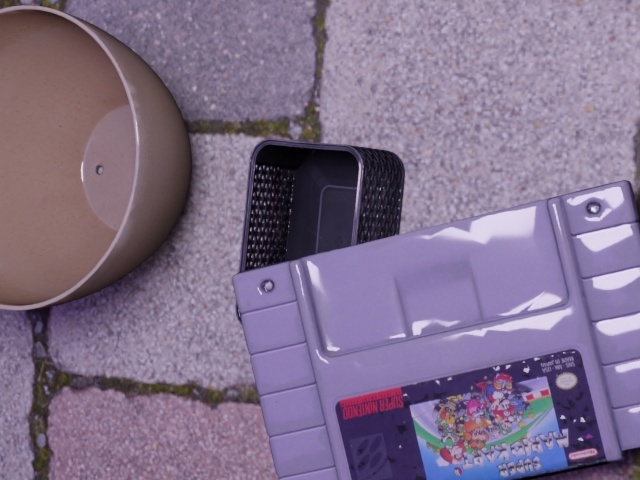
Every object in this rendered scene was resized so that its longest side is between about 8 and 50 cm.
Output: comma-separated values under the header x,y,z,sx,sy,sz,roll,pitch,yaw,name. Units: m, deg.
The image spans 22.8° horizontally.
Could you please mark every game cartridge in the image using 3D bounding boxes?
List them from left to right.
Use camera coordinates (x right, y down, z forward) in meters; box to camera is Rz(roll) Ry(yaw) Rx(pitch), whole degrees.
x,y,z,sx,sy,sz,roll,pitch,yaw,name
0.116,0.099,1.355,0.355,0.068,0.230,-14,83,14,game cartridge

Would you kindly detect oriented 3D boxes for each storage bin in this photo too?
x,y,z,sx,sy,sz,roll,pitch,yaw,name
0.000,0.000,1.470,0.122,0.084,0.180,7,93,30,storage bin

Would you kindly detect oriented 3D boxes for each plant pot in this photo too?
x,y,z,sx,sy,sz,roll,pitch,yaw,name
-0.236,-0.074,1.548,0.284,0.191,0.284,-1,88,30,plant pot
